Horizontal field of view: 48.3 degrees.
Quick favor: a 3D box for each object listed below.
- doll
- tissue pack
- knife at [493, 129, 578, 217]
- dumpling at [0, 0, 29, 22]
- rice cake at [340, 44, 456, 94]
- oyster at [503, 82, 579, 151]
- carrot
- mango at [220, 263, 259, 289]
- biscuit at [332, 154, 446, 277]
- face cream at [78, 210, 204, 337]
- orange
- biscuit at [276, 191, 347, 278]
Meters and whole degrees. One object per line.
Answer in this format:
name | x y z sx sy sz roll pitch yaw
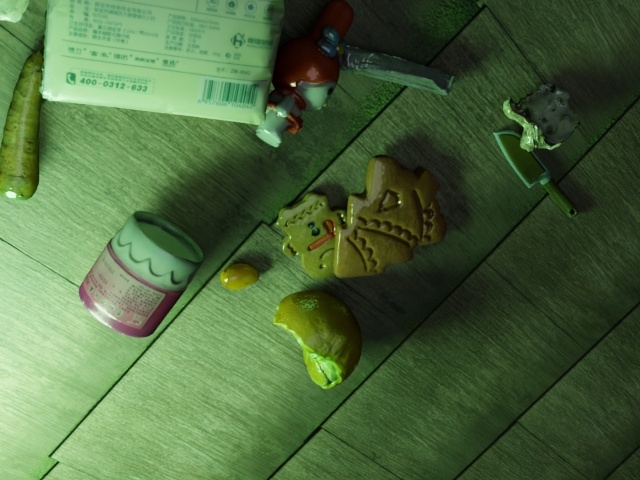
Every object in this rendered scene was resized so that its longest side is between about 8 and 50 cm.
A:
doll | -0.027 -0.313 1.329 0.130 0.161 0.290 31 83 -5
tissue pack | -0.258 -0.371 1.192 0.381 0.207 0.297 5 118 -21
knife | 0.505 -0.149 1.666 0.061 0.027 0.343 -43 121 10
dumpling | -0.523 -0.432 1.134 0.136 0.118 0.199 -3 138 -15
rice cake | 0.151 -0.342 1.439 0.270 0.049 0.055 7 91 -22
oyster | 0.477 -0.277 1.573 0.191 0.081 0.163 26 78 -29
carrot | -0.525 -0.215 1.271 0.078 0.078 0.298 10 106 -23
mango | -0.172 0.078 1.543 0.089 0.046 0.060 2 117 -34
biscuit | 0.144 -0.030 1.573 0.306 0.043 0.284 -47 124 0
face cream | -0.349 0.065 1.399 0.175 0.175 0.195 30 104 -28
orange | 0.009 0.211 1.589 0.159 0.179 0.237 -29 120 0
biscuit | 0.000 0.000 1.566 0.166 0.036 0.225 -30 121 -4
